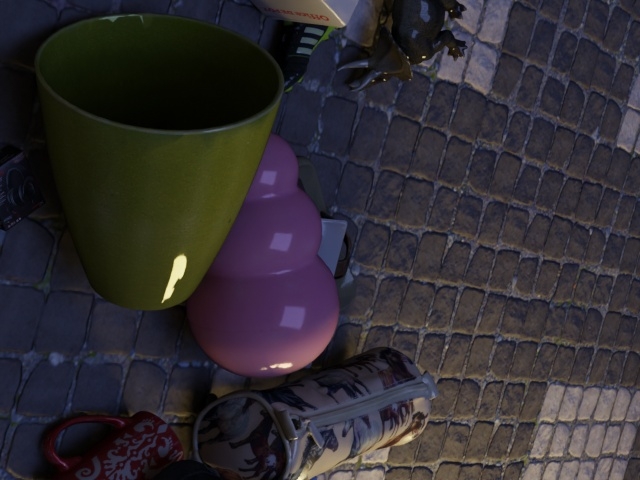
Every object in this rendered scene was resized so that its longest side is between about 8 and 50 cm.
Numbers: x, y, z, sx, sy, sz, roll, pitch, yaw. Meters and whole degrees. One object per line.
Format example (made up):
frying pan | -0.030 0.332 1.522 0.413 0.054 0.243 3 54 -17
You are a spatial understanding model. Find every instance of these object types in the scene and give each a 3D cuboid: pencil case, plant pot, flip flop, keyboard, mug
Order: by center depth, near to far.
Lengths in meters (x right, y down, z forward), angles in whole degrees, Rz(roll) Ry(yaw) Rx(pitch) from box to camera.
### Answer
plant pot | -0.196 -0.074 1.474 0.275 0.275 0.293 -28 140 -41
mug | -0.268 0.291 1.620 0.169 0.113 0.150 -38 132 -39
keyboard | -0.022 0.080 1.833 0.072 0.014 0.256 2 120 -22
flip flop | 0.000 0.000 1.846 0.112 0.080 0.277 -41 132 -33
pencil case | 0.007 0.264 1.858 0.410 0.183 0.160 -9 88 -54

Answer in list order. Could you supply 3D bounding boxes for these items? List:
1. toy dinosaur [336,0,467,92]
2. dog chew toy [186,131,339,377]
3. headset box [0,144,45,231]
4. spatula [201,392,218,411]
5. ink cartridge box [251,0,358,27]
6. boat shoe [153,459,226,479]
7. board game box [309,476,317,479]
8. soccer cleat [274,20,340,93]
toy dinosaur | 0.151 -0.349 1.864 0.160 0.121 0.314 7 103 -64
dog chew toy | -0.083 0.008 1.669 0.206 0.206 0.332 -19 110 -45
headset box | -0.358 -0.063 1.435 0.062 0.032 0.083 -41 133 -33
spatula | -0.165 0.363 1.830 0.084 0.030 0.296 -11 112 -49
ink cartridge box | -0.054 -0.365 1.589 0.203 0.148 0.086 40 71 -50
boat shoe | -0.185 0.474 1.710 0.187 0.156 0.500 -24 145 -33
board game box | -0.048 0.418 1.999 0.090 0.020 0.090 4 100 -50
soccer cleat | -0.036 -0.271 1.725 0.072 0.060 0.179 54 56 -35
